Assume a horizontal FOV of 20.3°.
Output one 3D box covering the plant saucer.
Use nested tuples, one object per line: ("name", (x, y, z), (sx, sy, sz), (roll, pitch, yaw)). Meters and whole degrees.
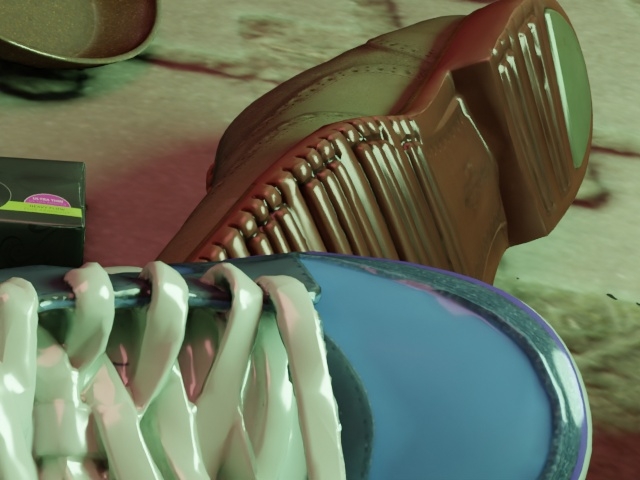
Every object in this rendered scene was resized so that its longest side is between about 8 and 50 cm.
("plant saucer", (-0.177, -0.157, 0.952), (0.199, 0.036, 0.198), (30, 32, -22))

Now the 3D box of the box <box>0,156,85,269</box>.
("box", (-0.121, 0.016, 0.667), (0.062, 0.083, 0.052), (4, 28, -10))

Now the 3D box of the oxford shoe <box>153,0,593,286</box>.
("oxford shoe", (0.000, 0.000, 0.740), (0.130, 0.123, 0.348), (-6, 20, 32))

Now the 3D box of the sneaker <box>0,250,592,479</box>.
("sneaker", (-0.076, 0.052, 0.428), (0.323, 0.130, 0.236), (-7, -15, -4))
